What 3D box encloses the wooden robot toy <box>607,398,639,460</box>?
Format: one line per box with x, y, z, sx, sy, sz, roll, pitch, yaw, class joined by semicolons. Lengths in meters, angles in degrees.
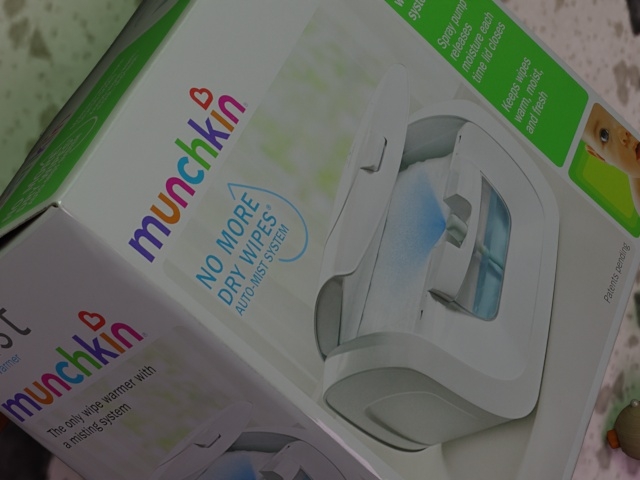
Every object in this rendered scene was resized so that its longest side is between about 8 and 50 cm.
0.211;0.112;1.044;0.079;0.076;0.173;-18;111;1;wooden robot toy

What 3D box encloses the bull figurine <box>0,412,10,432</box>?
-0.235;0.008;0.633;0.310;0.101;0.188;48;66;-32;bull figurine

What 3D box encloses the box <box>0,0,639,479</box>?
0.000;0.000;0.719;0.231;0.127;0.262;43;45;-15;box
